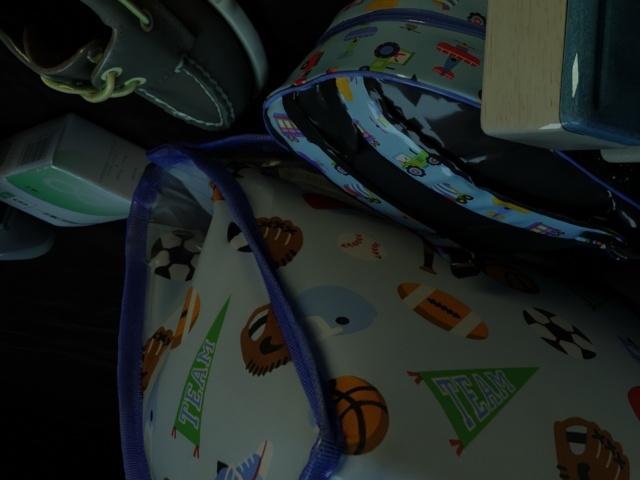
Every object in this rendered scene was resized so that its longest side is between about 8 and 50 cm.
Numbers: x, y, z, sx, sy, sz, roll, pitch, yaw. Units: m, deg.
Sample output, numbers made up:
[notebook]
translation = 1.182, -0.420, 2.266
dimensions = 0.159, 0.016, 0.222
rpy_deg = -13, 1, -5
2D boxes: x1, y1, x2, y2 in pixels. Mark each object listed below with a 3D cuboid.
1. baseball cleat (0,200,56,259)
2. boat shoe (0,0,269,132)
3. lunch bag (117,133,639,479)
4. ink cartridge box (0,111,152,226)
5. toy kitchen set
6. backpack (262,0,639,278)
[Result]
[baseball cleat]
translation = -0.345, -0.039, 1.204
dimensions = 0.206, 0.072, 0.109
rpy_deg = 20, 157, -20
[boat shoe]
translation = -0.131, -0.128, 0.655
dimensions = 0.109, 0.091, 0.305
rpy_deg = 7, 160, 33
[lunch bag]
translation = 0.055, 0.088, 0.788
dimensions = 0.328, 0.239, 0.385
rpy_deg = 17, -154, -25
[ink cartridge box]
translation = -0.161, -0.029, 1.081
dimensions = 0.225, 0.056, 0.181
rpy_deg = 29, 161, -28
[toy kitchen set]
translation = 0.189, -0.089, 0.472
dimensions = 0.166, 0.122, 0.207
rpy_deg = 1, 177, 43
[backpack]
translation = 0.068, -0.065, 0.607
dimensions = 0.173, 0.117, 0.158
rpy_deg = 26, 162, -28
